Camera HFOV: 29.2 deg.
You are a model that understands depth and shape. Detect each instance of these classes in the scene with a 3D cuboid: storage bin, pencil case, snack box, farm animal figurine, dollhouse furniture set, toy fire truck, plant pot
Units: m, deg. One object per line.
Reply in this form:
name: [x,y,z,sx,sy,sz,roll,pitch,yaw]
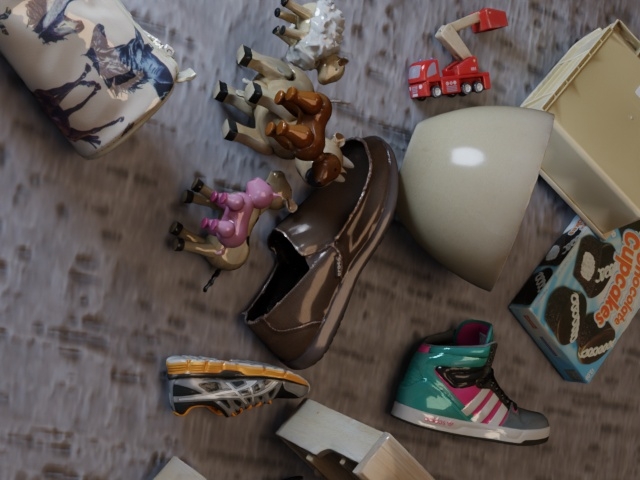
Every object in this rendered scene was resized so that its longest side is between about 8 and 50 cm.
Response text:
storage bin: [0.487,-0.190,2.066,0.262,0.123,0.260,45,65,-7]
pencil case: [-0.345,-0.310,1.539,0.183,0.160,0.410,-40,110,-10]
snack box: [0.476,0.066,2.122,0.187,0.060,0.322,50,64,-21]
farm animal figurine: [-0.055,-0.125,1.696,0.172,0.330,0.326,21,49,-28]
dollhouse furniture set: [-0.040,0.431,1.630,0.394,0.256,0.362,-49,113,-15]
toy fire truck: [0.219,-0.299,1.974,0.192,0.047,0.135,-10,94,-32]
plant pot: [0.216,-0.088,1.862,0.191,0.284,0.284,20,75,4]

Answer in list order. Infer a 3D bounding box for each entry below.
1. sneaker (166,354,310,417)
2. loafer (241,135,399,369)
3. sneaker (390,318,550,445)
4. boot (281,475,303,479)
sneaker: [-0.118,0.209,1.726,0.215,0.084,0.083,7,87,-23]
loafer: [0.000,0.000,1.771,0.130,0.134,0.365,29,73,-29]
sneaker: [0.256,0.218,1.945,0.296,0.124,0.178,14,91,-31]
boot: [-0.049,0.412,1.786,0.106,0.037,0.114,-30,103,-19]
